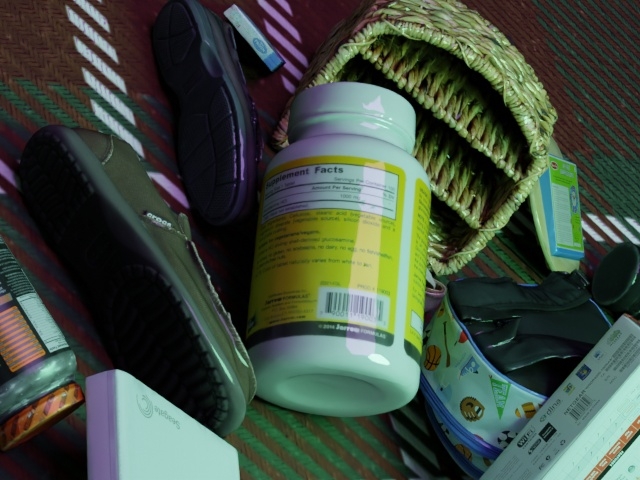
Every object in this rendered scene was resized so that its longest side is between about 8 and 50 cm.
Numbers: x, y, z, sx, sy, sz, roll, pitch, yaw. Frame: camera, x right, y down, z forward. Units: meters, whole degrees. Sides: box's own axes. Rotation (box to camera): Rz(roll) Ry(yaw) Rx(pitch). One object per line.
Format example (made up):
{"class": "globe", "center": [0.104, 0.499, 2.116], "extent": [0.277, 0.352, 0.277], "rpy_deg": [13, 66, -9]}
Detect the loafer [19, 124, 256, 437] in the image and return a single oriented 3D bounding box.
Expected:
{"class": "loafer", "center": [-0.162, 0.027, 1.754], "extent": [0.130, 0.134, 0.366], "rpy_deg": [-21, 77, -48]}

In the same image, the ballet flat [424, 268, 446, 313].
{"class": "ballet flat", "center": [0.082, 0.020, 2.048], "extent": [0.168, 0.052, 0.057], "rpy_deg": [40, 33, -14]}

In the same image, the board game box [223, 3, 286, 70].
{"class": "board game box", "center": [-0.079, -0.245, 2.082], "extent": [0.090, 0.020, 0.090], "rpy_deg": [49, 5, -3]}

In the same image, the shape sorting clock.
{"class": "shape sorting clock", "center": [0.305, -0.045, 2.264], "extent": [0.206, 0.040, 0.206], "rpy_deg": [-7, 90, -67]}

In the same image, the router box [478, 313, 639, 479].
{"class": "router box", "center": [0.326, 0.297, 1.848], "extent": [0.301, 0.335, 0.082], "rpy_deg": [40, 3, -28]}

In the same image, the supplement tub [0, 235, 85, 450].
{"class": "supplement tub", "center": [-0.304, 0.092, 1.590], "extent": [0.117, 0.117, 0.190], "rpy_deg": [-25, 81, -49]}

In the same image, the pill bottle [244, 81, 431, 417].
{"class": "pill bottle", "center": [0.023, 0.007, 1.854], "extent": [0.188, 0.188, 0.334], "rpy_deg": [21, 62, -31]}

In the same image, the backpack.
{"class": "backpack", "center": [0.231, 0.157, 1.952], "extent": [0.263, 0.213, 0.276], "rpy_deg": [18, 24, -37]}

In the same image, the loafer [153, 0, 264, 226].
{"class": "loafer", "center": [-0.108, -0.148, 1.959], "extent": [0.095, 0.109, 0.302], "rpy_deg": [12, 51, -42]}

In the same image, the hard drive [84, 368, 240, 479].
{"class": "hard drive", "center": [-0.133, 0.320, 1.569], "extent": [0.233, 0.047, 0.353], "rpy_deg": [45, 32, -51]}

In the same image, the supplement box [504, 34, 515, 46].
{"class": "supplement box", "center": [0.183, -0.223, 2.297], "extent": [0.188, 0.081, 0.104], "rpy_deg": [3, 60, -42]}

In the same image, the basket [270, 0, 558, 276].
{"class": "basket", "center": [0.131, -0.144, 2.090], "extent": [0.299, 0.213, 0.223], "rpy_deg": [40, 41, -13]}

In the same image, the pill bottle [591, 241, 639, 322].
{"class": "pill bottle", "center": [0.476, 0.089, 2.309], "extent": [0.219, 0.123, 0.122], "rpy_deg": [27, 46, -24]}
